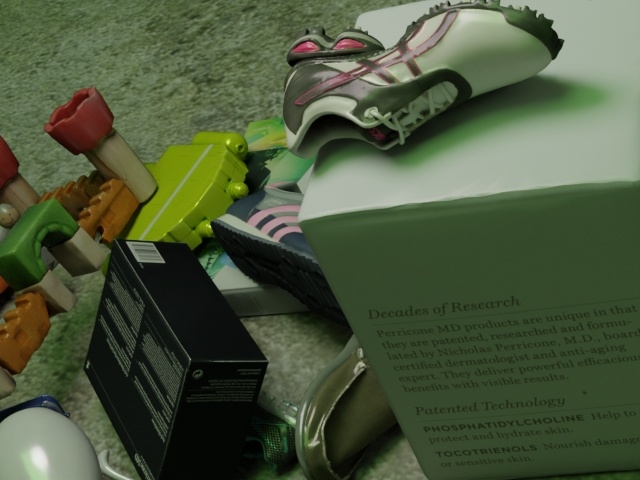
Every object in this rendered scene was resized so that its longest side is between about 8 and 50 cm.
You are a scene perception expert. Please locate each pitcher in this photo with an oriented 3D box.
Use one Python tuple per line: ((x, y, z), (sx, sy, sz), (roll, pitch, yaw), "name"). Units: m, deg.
((-0.274, 0.280, 1.827), (0.177, 0.125, 0.207), (-16, 46, -19), "pitcher")

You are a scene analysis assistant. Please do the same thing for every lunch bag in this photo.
((-0.343, 0.228, 1.948), (0.098, 0.067, 0.065), (-20, 40, 5), "lunch bag")

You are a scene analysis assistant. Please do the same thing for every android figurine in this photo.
((-0.187, -0.047, 2.116), (0.273, 0.056, 0.248), (3, 54, 56), "android figurine")

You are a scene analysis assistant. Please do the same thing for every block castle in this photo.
((-0.440, 0.011, 2.049), (0.303, 0.213, 0.453), (-19, 30, 42), "block castle")

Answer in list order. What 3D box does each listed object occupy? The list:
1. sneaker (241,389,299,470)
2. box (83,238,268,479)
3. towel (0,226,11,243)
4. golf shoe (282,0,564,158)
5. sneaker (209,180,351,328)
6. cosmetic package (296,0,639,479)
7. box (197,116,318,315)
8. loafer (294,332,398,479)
((-0.081, 0.205, 1.832), (0.166, 0.065, 0.076), (19, 63, 45), "sneaker")
((-0.170, 0.141, 1.843), (0.103, 0.184, 0.261), (5, 28, -30), "box")
((-0.602, 0.039, 2.331), (0.325, 0.038, 0.248), (-43, 42, -19), "towel")
((0.090, -0.138, 1.471), (0.272, 0.105, 0.120), (-8, 56, 31), "golf shoe")
((0.000, 0.000, 1.873), (0.131, 0.112, 0.319), (-39, 36, -19), "sneaker")
((0.222, -0.011, 1.632), (0.327, 0.394, 0.329), (-7, 42, 23), "cosmetic package")
((-0.022, -0.041, 2.073), (0.232, 0.058, 0.322), (-6, 42, 24), "box")
((0.056, 0.162, 1.772), (0.087, 0.094, 0.251), (2, 47, 37), "loafer")
